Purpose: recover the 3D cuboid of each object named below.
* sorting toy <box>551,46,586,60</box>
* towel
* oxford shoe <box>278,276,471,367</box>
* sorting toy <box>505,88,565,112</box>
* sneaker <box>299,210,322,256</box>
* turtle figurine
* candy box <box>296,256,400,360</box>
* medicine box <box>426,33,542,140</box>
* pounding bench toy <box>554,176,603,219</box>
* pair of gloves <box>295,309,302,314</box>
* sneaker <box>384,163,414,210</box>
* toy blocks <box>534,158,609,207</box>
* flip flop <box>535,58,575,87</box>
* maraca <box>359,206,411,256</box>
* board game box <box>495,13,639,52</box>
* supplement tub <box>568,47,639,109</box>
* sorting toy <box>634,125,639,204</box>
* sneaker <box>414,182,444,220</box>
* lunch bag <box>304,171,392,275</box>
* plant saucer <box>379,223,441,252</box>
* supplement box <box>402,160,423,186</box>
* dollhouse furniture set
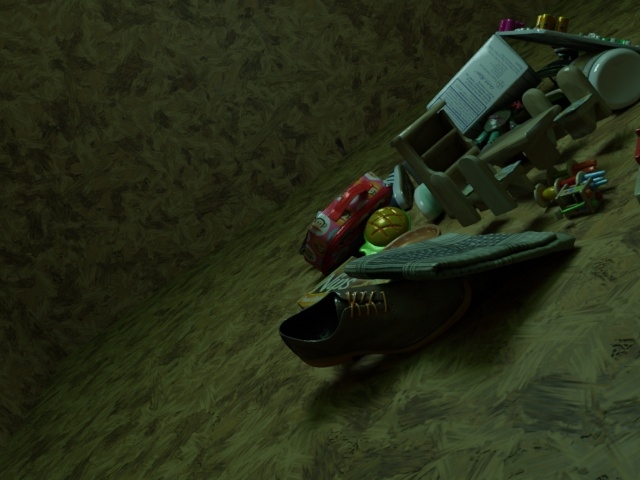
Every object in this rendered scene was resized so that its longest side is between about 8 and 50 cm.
[{"bbox_3d":[0.838,-0.602,2.096,0.132,0.047,0.274,-2,2,32],"label":"sorting toy"},{"bbox_3d":[0.251,0.021,1.215,0.324,0.056,0.312,-10,2,-25],"label":"towel"},{"bbox_3d":[0.095,0.140,1.183,0.363,0.133,0.130,-24,55,17],"label":"oxford shoe"},{"bbox_3d":[0.687,-0.425,1.923,0.192,0.038,0.208,-23,8,-36],"label":"sorting toy"},{"bbox_3d":[0.000,0.000,2.090,0.153,0.101,0.268,-62,-7,-5],"label":"sneaker"},{"bbox_3d":[0.524,-0.319,1.892,0.234,0.118,0.175,-45,15,-13],"label":"turtle figurine"},{"bbox_3d":[0.072,0.141,1.458,0.182,0.088,0.316,-38,13,-8],"label":"candy box"},{"bbox_3d":[0.505,-0.451,1.984,0.289,0.149,0.263,-45,-15,22],"label":"medicine box"},{"bbox_3d":[0.490,-0.072,1.231,0.083,0.052,0.065,-45,16,-33],"label":"pounding bench toy"},{"bbox_3d":[-0.009,0.176,1.687,0.198,0.023,0.159,-37,13,-8],"label":"pair of gloves"},{"bbox_3d":[0.215,-0.151,2.096,0.153,0.099,0.282,-29,18,20],"label":"sneaker"},{"bbox_3d":[0.528,-0.128,1.327,0.148,0.054,0.123,-18,22,52],"label":"toy blocks"},{"bbox_3d":[0.781,-0.519,2.027,0.112,0.080,0.277,-37,27,-32],"label":"flip flop"},{"bbox_3d":[0.174,-0.017,1.737,0.127,0.099,0.186,5,52,28],"label":"maraca"},{"bbox_3d":[0.715,-0.547,1.746,0.389,0.051,0.390,8,16,-4],"label":"board game box"},{"bbox_3d":[0.714,-0.409,1.637,0.144,0.144,0.200,-34,14,6],"label":"supplement tub"},{"bbox_3d":[0.677,-0.201,1.129,0.257,0.089,0.255,-25,17,40],"label":"sorting toy"},{"bbox_3d":[0.351,-0.154,1.754,0.151,0.094,0.256,-34,9,37],"label":"sneaker"},{"bbox_3d":[0.081,-0.061,1.841,0.293,0.120,0.258,-43,-19,-28],"label":"lunch bag"},{"bbox_3d":[0.212,0.034,1.586,0.199,0.037,0.200,-33,14,9],"label":"plant saucer"},{"bbox_3d":[0.338,-0.251,1.964,0.111,0.114,0.220,-37,-8,-6],"label":"supplement box"},{"bbox_3d":[0.374,-0.236,1.506,0.362,0.256,0.394,-41,4,-20],"label":"dollhouse furniture set"}]
